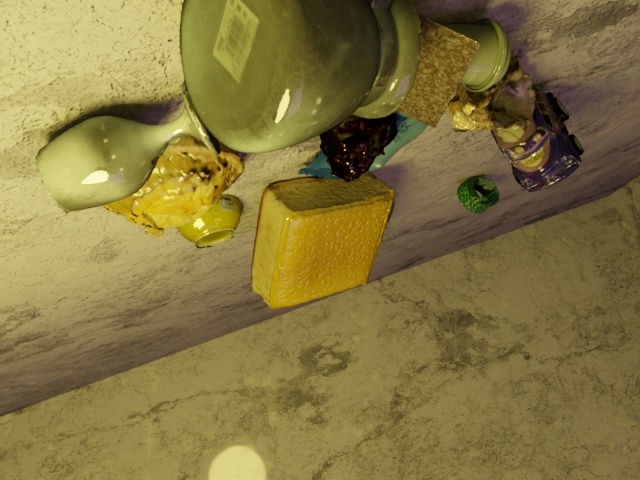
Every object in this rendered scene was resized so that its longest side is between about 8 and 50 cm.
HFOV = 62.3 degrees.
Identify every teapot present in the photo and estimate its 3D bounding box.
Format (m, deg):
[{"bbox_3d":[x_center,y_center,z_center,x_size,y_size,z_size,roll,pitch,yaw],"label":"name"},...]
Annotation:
[{"bbox_3d":[0.000,-0.270,0.643,0.285,0.305,0.223,-17,-151,-42],"label":"teapot"}]

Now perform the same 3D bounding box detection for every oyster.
[{"bbox_3d":[0.346,-0.279,1.057,0.110,0.166,0.341,18,-144,38],"label":"oyster"}]

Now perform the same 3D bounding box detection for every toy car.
[{"bbox_3d":[0.499,-0.243,1.263,0.158,0.235,0.172,12,145,-43],"label":"toy car"}]

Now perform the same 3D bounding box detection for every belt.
[{"bbox_3d":[0.536,-0.160,1.770,0.151,0.121,0.079,-16,161,-36],"label":"belt"}]

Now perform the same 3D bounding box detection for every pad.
[{"bbox_3d":[0.149,-0.276,0.862,0.003,0.158,0.235,-60,174,-18],"label":"pad"}]

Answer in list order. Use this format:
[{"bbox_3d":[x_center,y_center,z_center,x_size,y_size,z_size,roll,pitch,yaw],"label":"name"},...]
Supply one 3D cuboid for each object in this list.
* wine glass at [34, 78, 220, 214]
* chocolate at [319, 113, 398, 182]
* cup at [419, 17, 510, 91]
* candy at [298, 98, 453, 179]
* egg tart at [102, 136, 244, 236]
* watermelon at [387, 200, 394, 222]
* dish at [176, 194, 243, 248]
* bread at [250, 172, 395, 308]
[{"bbox_3d":[-0.275,-0.133,0.769,0.241,0.126,0.126,-21,164,2],"label":"wine glass"},{"bbox_3d":[0.064,-0.169,0.988,0.156,0.133,0.156,3,146,2],"label":"chocolate"},{"bbox_3d":[0.229,-0.310,0.884,0.141,0.120,0.120,-6,160,-20],"label":"cup"},{"bbox_3d":[0.119,-0.215,1.120,0.187,0.077,0.331,3,150,-43],"label":"candy"},{"bbox_3d":[-0.266,-0.089,0.960,0.291,0.107,0.291,-19,164,-6],"label":"egg tart"},{"bbox_3d":[0.198,-0.085,1.712,0.101,0.080,0.155,-56,163,-7],"label":"watermelon"},{"bbox_3d":[-0.254,-0.035,1.206,0.208,0.080,0.149,-11,161,-38],"label":"dish"},{"bbox_3d":[0.000,0.000,1.340,0.324,0.143,0.333,-12,135,-29],"label":"bread"}]
